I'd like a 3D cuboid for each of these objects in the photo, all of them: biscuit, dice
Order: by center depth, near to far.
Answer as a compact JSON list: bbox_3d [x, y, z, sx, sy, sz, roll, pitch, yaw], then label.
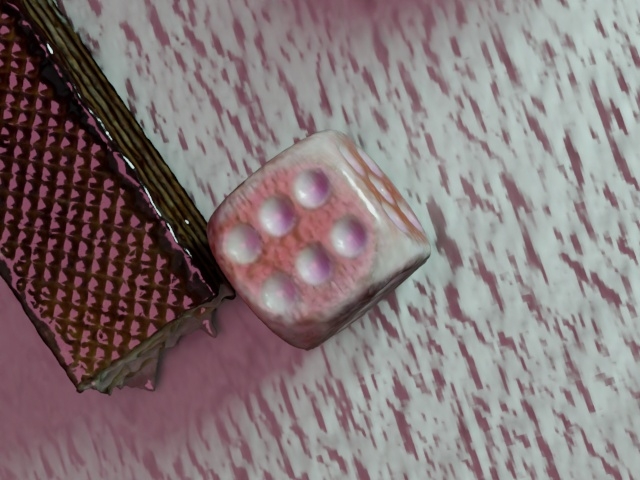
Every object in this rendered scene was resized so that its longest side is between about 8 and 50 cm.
[{"bbox_3d":[0.000,0.000,1.044,0.093,0.091,0.094,-40,80,13],"label":"dice"},{"bbox_3d":[-0.150,-0.031,1.097,0.106,0.070,0.252,-36,82,15],"label":"biscuit"}]
